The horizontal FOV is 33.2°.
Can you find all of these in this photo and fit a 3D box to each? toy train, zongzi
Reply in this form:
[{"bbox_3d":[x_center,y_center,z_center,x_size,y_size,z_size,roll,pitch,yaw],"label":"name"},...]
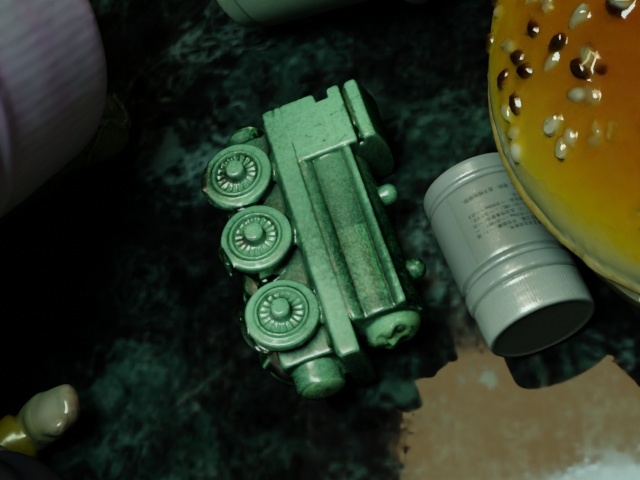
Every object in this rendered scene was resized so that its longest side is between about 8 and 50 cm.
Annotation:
[{"bbox_3d":[0.000,0.000,0.587,0.111,0.071,0.170,-21,61,5],"label":"toy train"},{"bbox_3d":[-0.178,-0.042,0.693,0.109,0.055,0.119,10,83,25],"label":"zongzi"}]

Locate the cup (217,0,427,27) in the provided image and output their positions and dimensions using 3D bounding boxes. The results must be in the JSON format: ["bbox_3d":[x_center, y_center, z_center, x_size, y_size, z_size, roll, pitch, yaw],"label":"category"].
[{"bbox_3d":[0.004,-0.187,0.649,0.141,0.120,0.120,-13,62,33],"label":"cup"}]

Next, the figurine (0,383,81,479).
[{"bbox_3d":[-0.198,0.150,0.551,0.257,0.192,0.167,45,121,55],"label":"figurine"}]

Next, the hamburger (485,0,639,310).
[{"bbox_3d":[0.219,-0.089,0.469,0.300,0.176,0.300,-10,64,21],"label":"hamburger"}]

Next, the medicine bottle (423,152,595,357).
[{"bbox_3d":[0.094,0.007,0.546,0.058,0.058,0.091,-27,60,10],"label":"medicine bottle"}]

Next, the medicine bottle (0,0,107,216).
[{"bbox_3d":[-0.291,-0.025,0.486,0.219,0.219,0.388,14,41,28],"label":"medicine bottle"}]
